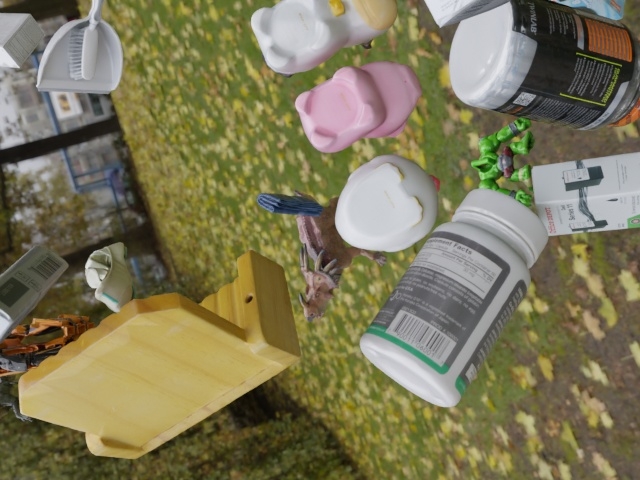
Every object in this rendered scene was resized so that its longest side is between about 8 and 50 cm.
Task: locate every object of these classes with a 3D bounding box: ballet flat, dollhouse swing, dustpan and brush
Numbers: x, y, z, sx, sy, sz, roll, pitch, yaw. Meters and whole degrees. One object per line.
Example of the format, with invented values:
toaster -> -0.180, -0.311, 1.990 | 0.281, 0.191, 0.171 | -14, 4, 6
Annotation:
ballet flat -> -0.401, 0.057, 1.414 | 0.248, 0.086, 0.086 | -138, 32, -62
dollhouse swing -> -0.265, 0.138, 1.191 | 0.305, 0.346, 0.315 | 46, -162, -36
dustpan and brush -> -0.383, -0.342, 1.246 | 0.060, 0.147, 0.211 | 28, 115, 39

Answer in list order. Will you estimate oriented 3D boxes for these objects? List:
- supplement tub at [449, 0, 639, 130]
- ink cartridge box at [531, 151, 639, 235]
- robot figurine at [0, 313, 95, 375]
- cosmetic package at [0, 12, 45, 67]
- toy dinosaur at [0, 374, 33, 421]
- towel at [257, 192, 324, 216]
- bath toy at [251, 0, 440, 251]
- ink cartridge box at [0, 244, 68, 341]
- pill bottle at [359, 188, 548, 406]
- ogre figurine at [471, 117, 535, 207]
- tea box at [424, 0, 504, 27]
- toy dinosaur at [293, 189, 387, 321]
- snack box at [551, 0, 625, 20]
supplement tub -> 0.421, -0.314, 1.352 | 0.207, 0.337, 0.207 | -171, 90, -68
ink cartridge box -> 0.514, -0.083, 1.420 | 0.153, 0.208, 0.087 | 47, -138, -56
robot figurine -> -0.482, 0.166, 1.163 | 0.211, 0.290, 0.085 | 26, -122, -85
cosmetic package -> -0.681, -0.408, 1.532 | 0.099, 0.238, 0.060 | -63, -32, -27
toy dinosaur -> -0.727, 0.386, 1.774 | 0.064, 0.118, 0.268 | -63, 16, 15
towel -> -0.057, -0.069, 1.417 | 0.067, 0.119, 0.029 | 28, 108, 45
bath toy -> 0.036, -0.158, 0.797 | 0.129, 0.151, 0.349 | -11, -101, -77
ink cartridge box -> -0.423, 0.127, 0.929 | 0.066, 0.232, 0.189 | 35, -165, -10
pill bottle -> 0.247, 0.097, 1.355 | 0.204, 0.361, 0.204 | 34, 165, 11
ogre figurine -> 0.389, -0.162, 1.592 | 0.096, 0.118, 0.197 | -13, -83, -55
tea box -> 0.257, -0.522, 1.007 | 0.329, 0.220, 0.324 | -24, 94, 49
toy dinosaur -> 0.000, 0.000, 1.547 | 0.127, 0.200, 0.296 | -37, 70, 37
snack box -> 0.433, -0.514, 1.489 | 0.187, 0.321, 0.060 | -4, 68, 52
